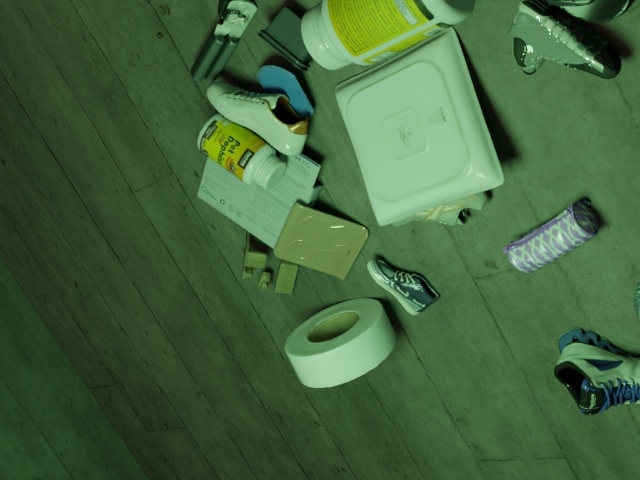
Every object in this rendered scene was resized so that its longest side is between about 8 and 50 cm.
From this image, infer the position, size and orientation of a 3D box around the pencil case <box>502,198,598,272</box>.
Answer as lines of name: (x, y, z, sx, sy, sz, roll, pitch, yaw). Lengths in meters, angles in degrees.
pencil case: (0.494, -0.005, 1.643, 0.088, 0.086, 0.206, 23, 139, -23)

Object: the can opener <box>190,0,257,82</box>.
can opener: (-0.242, -0.502, 1.898, 0.280, 0.074, 0.093, -50, 49, 43)

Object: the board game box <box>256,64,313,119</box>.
board game box: (-0.077, -0.365, 1.871, 0.133, 0.033, 0.168, 7, 140, 44)

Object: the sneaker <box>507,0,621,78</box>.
sneaker: (0.451, -0.352, 1.460, 0.228, 0.086, 0.132, 46, 141, 17)

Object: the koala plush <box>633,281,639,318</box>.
koala plush: (0.697, 0.161, 1.506, 0.203, 0.221, 0.196, -13, 110, 42)

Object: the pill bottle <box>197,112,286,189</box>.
pill bottle: (-0.194, -0.218, 1.916, 0.215, 0.117, 0.117, 36, 134, 13)

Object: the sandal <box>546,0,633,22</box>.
sandal: (0.439, -0.465, 1.401, 0.255, 0.054, 0.097, 30, 132, 18)

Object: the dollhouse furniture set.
dollhouse furniture set: (-0.146, 0.054, 2.214, 0.151, 0.123, 0.144, 7, 131, -9)

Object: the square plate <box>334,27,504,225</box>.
square plate: (0.195, -0.235, 1.678, 0.344, 0.049, 0.347, -19, 88, 42)

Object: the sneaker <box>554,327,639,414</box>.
sneaker: (0.650, 0.321, 1.677, 0.316, 0.182, 0.127, 17, 129, 28)

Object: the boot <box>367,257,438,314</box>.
boot: (0.211, 0.100, 1.954, 0.190, 0.069, 0.086, 43, 129, -6)

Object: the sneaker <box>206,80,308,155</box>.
sneaker: (-0.146, -0.334, 1.884, 0.290, 0.106, 0.123, 33, 130, 11)

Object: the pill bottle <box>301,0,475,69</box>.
pill bottle: (0.125, -0.468, 1.544, 0.334, 0.188, 0.187, -16, 107, 42)

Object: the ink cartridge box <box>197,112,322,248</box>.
ink cartridge box: (-0.158, -0.165, 2.048, 0.324, 0.071, 0.330, 35, 130, 14)

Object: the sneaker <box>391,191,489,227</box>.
sneaker: (0.270, -0.070, 1.770, 0.121, 0.099, 0.262, 51, 137, -9)

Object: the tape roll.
tape roll: (0.052, 0.266, 2.025, 0.286, 0.286, 0.100, -11, 112, 41)

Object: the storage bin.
storage bin: (-0.058, -0.466, 1.763, 0.135, 0.098, 0.091, 42, 107, 8)

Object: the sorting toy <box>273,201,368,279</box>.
sorting toy: (0.000, 0.000, 2.020, 0.208, 0.038, 0.193, 21, 130, -7)
